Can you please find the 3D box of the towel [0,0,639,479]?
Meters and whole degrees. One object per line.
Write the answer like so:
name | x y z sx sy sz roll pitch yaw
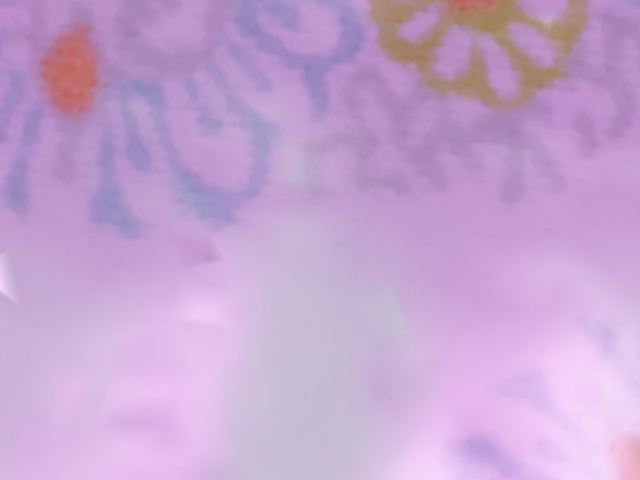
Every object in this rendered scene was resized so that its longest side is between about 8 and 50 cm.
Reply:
towel | 0.000 0.000 0.360 0.320 0.090 0.374 8 83 -4
